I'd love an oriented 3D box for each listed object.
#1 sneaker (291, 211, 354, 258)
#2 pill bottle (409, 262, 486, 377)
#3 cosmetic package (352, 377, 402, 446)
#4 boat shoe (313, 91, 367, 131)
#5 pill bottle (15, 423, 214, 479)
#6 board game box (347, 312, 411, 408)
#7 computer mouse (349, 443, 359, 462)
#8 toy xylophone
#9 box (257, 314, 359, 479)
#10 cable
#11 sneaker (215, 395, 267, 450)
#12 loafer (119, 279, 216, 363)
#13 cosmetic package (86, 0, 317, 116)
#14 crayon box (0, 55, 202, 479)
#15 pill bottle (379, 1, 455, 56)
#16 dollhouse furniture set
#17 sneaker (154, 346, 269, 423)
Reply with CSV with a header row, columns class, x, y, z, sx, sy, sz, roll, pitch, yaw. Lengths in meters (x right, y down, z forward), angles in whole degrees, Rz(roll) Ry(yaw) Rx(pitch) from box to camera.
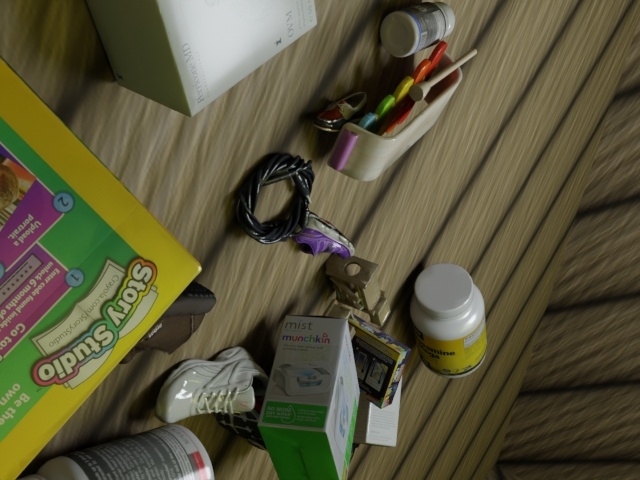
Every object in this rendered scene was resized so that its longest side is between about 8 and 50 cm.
class,x,y,z,sx,sy,sz,roll,pitch,yaw
sneaker,0.000,0.000,1.331,0.071,0.068,0.170,-49,142,8
pill bottle,0.331,0.206,1.867,0.188,0.188,0.334,-50,147,-21
cosmetic package,0.120,0.350,1.655,0.117,0.086,0.231,24,66,-45
boat shoe,0.035,-0.216,1.204,0.137,0.049,0.043,-31,146,-49
pill bottle,-0.307,0.372,1.027,0.283,0.161,0.161,-3,117,-49
board game box,0.098,0.259,1.565,0.048,0.170,0.141,-6,120,-51
computer mouse,0.074,0.471,1.812,0.188,0.072,0.272,-48,159,-28
toy xylophone,0.153,-0.237,1.254,0.323,0.081,0.236,-42,168,-42
box,-0.013,0.306,1.330,0.261,0.127,0.231,79,19,-46
cable,-0.065,-0.068,1.172,0.185,0.047,0.150,4,110,-57
sneaker,-0.115,0.329,1.394,0.279,0.107,0.118,66,40,-59
loafer,-0.269,0.106,0.907,0.366,0.134,0.130,13,103,-59
cosmetic package,-0.134,-0.299,0.790,0.225,0.138,0.224,-43,145,-28
crayon box,-0.341,0.049,0.652,0.363,0.106,0.313,-50,119,-20
pill bottle,0.173,-0.373,1.261,0.137,0.078,0.078,-32,138,-42
dollhouse furniture set,0.049,0.143,1.451,0.161,0.101,0.181,-56,150,-26
sneaker,-0.168,0.250,1.199,0.232,0.115,0.090,-19,129,-50
